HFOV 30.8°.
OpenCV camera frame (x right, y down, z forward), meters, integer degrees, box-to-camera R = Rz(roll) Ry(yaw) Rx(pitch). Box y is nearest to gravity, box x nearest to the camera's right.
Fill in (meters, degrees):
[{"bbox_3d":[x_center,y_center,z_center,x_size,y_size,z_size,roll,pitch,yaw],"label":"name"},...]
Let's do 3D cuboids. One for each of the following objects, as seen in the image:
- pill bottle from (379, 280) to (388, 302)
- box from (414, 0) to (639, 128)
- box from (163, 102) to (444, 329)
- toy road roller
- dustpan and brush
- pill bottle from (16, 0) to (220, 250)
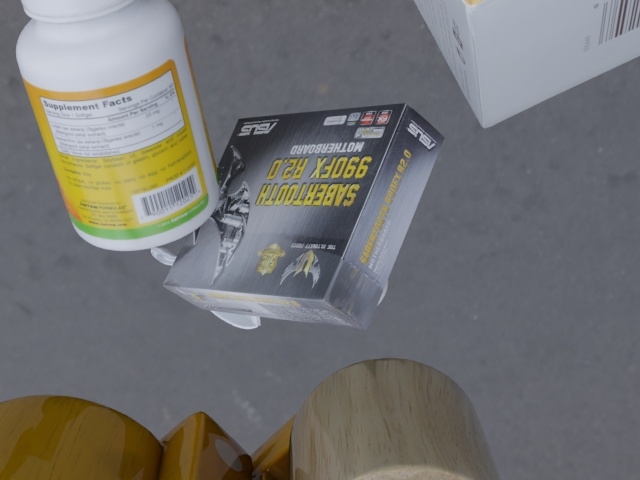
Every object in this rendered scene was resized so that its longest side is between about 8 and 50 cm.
[{"bbox_3d":[0.000,0.000,1.625,0.131,0.131,0.229,-4,136,26],"label":"pill bottle"},{"bbox_3d":[0.114,-0.280,0.682,0.215,0.168,0.345,-25,72,2],"label":"box"},{"bbox_3d":[-0.021,-0.023,1.011,0.056,0.183,0.231,36,159,-35],"label":"box"},{"bbox_3d":[-0.081,0.166,0.631,0.329,0.202,0.240,-41,105,11],"label":"toy road roller"},{"bbox_3d":[-0.173,0.038,1.660,0.211,0.060,0.147,29,134,51],"label":"dustpan and brush"},{"bbox_3d":[-0.172,-0.125,0.969,0.136,0.136,0.245,5,129,20],"label":"pill bottle"}]
